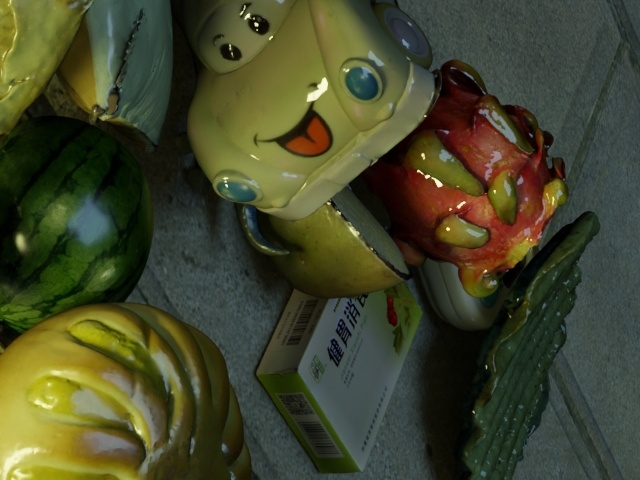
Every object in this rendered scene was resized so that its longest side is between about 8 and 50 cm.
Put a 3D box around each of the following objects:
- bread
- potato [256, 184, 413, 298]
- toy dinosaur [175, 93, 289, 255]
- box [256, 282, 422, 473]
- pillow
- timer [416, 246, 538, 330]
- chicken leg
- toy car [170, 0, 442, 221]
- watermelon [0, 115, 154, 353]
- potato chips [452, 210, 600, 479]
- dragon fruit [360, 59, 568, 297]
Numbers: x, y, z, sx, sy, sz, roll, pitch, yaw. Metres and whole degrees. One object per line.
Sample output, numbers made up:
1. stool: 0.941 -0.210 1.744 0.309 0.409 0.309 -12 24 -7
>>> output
1. bread: -0.176 0.210 1.682 0.333 0.160 0.333 -16 112 -47
2. potato: 0.000 0.000 2.084 0.202 0.117 0.182 50 7 11
3. toy dinosaur: -0.072 -0.107 2.043 0.188 0.075 0.248 -30 93 -53
4. box: 0.027 0.119 2.178 0.175 0.062 0.260 59 39 -33
5. pillow: -0.206 -0.246 1.757 0.310 0.119 0.312 18 63 -84
6. timer: 0.197 -0.022 2.460 0.237 0.087 0.262 -46 122 -52
7. chicken leg: -0.301 -0.090 1.505 0.153 0.201 0.429 -112 -144 -75
8. toy car: -0.053 -0.221 1.877 0.226 0.242 0.336 25 38 -39
9. watermelon: -0.230 -0.008 1.727 0.232 0.127 0.204 -57 134 -40
10. potato chips: 0.277 0.163 2.483 0.358 0.070 0.429 90 26 -44
11. dragon fruit: 0.149 -0.092 2.241 0.243 0.227 0.307 29 22 -44
